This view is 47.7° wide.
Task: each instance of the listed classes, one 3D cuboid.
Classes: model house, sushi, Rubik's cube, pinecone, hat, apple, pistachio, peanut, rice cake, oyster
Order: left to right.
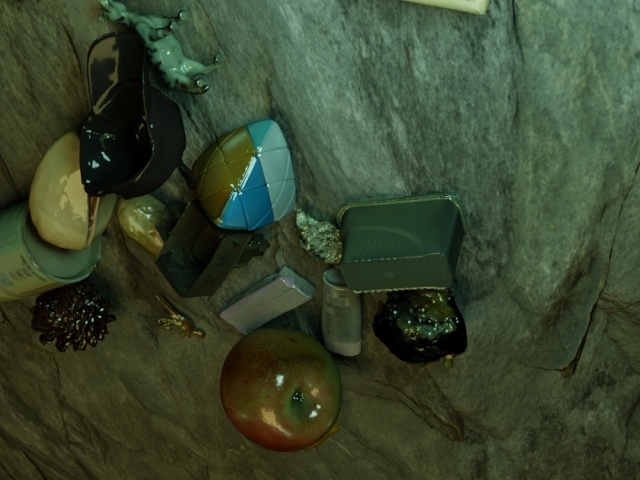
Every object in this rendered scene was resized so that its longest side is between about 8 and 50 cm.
[{"bbox_3d":[-0.688,0.217,2.037,0.221,0.221,0.221,11,136,11],"label":"pinecone"},{"bbox_3d":[-0.556,-0.117,1.650,0.214,0.193,0.318,55,137,29],"label":"pistachio"},{"bbox_3d":[-0.333,-0.236,1.424,0.238,0.209,0.336,34,120,34],"label":"hat"},{"bbox_3d":[-0.388,-0.030,1.726,0.224,0.129,0.129,32,136,-14],"label":"peanut"},{"bbox_3d":[-0.228,-0.002,1.649,0.204,0.243,0.211,51,120,26],"label":"model house"},{"bbox_3d":[-0.166,-0.118,1.551,0.254,0.254,0.254,11,136,11],"label":"Rubik's cube"},{"bbox_3d":[-0.146,0.159,1.872,0.106,0.050,0.298,40,134,-19],"label":"rice cake"},{"bbox_3d":[-0.094,0.382,1.865,0.319,0.319,0.277,43,151,-21],"label":"apple"},{"bbox_3d":[0.000,0.000,1.652,0.177,0.064,0.125,32,132,-13],"label":"oyster"},{"bbox_3d":[0.228,0.193,1.654,0.213,0.200,0.204,-1,137,-10],"label":"sushi"}]

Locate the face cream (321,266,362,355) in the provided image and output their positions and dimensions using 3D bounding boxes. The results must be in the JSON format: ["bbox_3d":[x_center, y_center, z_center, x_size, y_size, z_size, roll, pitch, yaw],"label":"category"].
[{"bbox_3d":[0.051,0.182,1.799,0.107,0.073,0.269,16,137,19],"label":"face cream"}]

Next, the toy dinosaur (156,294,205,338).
[{"bbox_3d":[-0.395,0.221,2.047,0.126,0.039,0.162,4,130,4],"label":"toy dinosaur"}]

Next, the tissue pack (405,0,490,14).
[{"bbox_3d":[0.174,-0.457,1.112,0.222,0.090,0.186,11,133,10],"label":"tissue pack"}]

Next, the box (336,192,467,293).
[{"bbox_3d":[0.158,0.008,1.503,0.274,0.178,0.138,-7,130,22],"label":"box"}]

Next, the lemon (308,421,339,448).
[{"bbox_3d":[-0.070,0.508,2.086,0.256,0.188,0.188,10,136,5],"label":"lemon"}]

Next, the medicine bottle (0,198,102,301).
[{"bbox_3d":[-0.788,0.034,1.869,0.406,0.236,0.236,-16,125,31],"label":"medicine bottle"}]

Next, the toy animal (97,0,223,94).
[{"bbox_3d":[-0.298,-0.384,1.370,0.255,0.090,0.170,49,150,-14],"label":"toy animal"}]
